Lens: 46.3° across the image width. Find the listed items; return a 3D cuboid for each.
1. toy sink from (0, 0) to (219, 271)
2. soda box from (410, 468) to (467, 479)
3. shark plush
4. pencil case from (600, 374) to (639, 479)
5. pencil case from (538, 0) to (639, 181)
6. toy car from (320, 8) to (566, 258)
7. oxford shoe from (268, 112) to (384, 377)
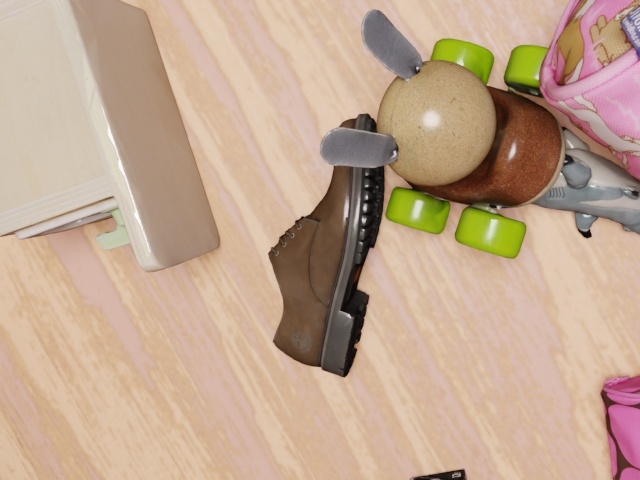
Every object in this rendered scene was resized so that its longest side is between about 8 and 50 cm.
[{"bbox_3d":[-0.201,-0.078,0.643,0.131,0.153,0.234,-17,94,14],"label":"toy sink"},{"bbox_3d":[0.121,0.296,0.663,0.053,0.060,0.169,-13,94,12],"label":"soda box"},{"bbox_3d":[0.230,-0.033,0.620,0.161,0.073,0.067,23,122,-12],"label":"shark plush"},{"bbox_3d":[0.281,0.208,0.607,0.095,0.098,0.210,-9,95,-30],"label":"pencil case"},{"bbox_3d":[0.331,-0.054,0.483,0.386,0.167,0.160,34,93,-12],"label":"pencil case"},{"bbox_3d":[0.075,-0.085,0.545,0.148,0.188,0.155,21,97,46],"label":"toy car"},{"bbox_3d":[0.000,0.000,0.644,0.096,0.083,0.227,14,98,15],"label":"oxford shoe"}]
